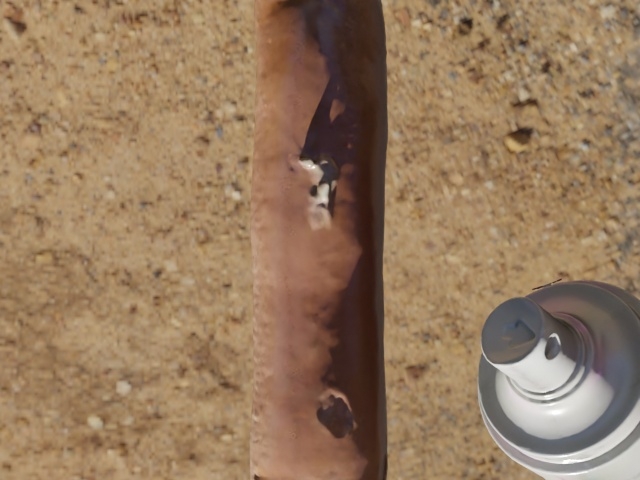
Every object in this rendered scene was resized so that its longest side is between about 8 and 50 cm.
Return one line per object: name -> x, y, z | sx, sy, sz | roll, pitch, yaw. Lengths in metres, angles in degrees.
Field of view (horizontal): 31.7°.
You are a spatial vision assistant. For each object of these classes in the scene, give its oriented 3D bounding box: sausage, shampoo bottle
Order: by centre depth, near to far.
shampoo bottle -> 0.158, 0.092, 0.544 | 0.092, 0.092, 0.303 | -33, 140, 20
sausage -> 0.000, 0.000, 0.722 | 0.094, 0.418, 0.094 | 3, 176, -29
